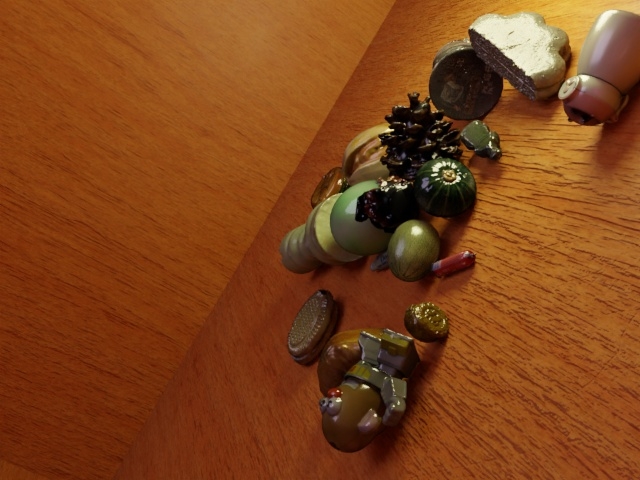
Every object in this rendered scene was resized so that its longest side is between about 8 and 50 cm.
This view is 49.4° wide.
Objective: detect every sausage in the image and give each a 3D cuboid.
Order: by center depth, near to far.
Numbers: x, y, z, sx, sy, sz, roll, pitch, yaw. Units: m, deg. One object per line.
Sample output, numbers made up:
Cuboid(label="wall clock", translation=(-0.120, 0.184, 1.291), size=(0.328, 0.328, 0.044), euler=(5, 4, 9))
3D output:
Cuboid(label="sausage", translation=(0.335, 0.053, 1.715), size=(0.145, 0.050, 0.048), euler=(-31, 60, 54))

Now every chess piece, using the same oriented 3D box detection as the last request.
Cuboid(label="chess piece", translation=(0.000, 0.000, 2.440), size=(0.442, 0.234, 0.234), euler=(-28, 36, 64))

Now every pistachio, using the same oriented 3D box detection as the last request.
Cuboid(label="pistachio", translation=(0.194, -0.257, 2.328), size=(0.309, 0.230, 0.230), euler=(-38, 27, 40))

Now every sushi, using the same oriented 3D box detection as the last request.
Cuboid(label="sushi", translation=(0.200, -0.100, 1.915), size=(0.150, 0.172, 0.153), euler=(176, 100, -79))

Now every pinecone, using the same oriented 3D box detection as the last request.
Cuboid(label="pinecone", translation=(0.278, -0.287, 2.022), size=(0.243, 0.257, 0.243), euler=(-32, -2, -1))

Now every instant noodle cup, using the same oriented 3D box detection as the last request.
Cuboid(label="instant noodle cup", translation=(0.426, -0.493, 2.082), size=(0.217, 0.217, 0.207), euler=(-51, 14, 25))

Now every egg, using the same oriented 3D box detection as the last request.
Cuboid(label="egg", translation=(0.151, -0.070, 2.108), size=(0.269, 0.220, 0.220), euler=(-34, 30, 42))

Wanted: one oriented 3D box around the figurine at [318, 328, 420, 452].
Cuboid(label="figurine", translation=(0.107, 0.360, 1.626), size=(0.285, 0.167, 0.342), euler=(-59, -4, -21))

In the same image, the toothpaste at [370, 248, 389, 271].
Cuboid(label="toothpaste", translation=(0.222, 0.037, 2.043), size=(0.255, 0.037, 0.067), euler=(-35, 61, 51))

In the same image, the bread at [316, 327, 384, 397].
Cuboid(label="bread", translation=(0.067, 0.322, 1.861), size=(0.260, 0.134, 0.129), euler=(-51, 19, 24))

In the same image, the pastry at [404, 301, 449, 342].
Cuboid(label="pastry", translation=(0.248, 0.193, 1.636), size=(0.097, 0.109, 0.057), euler=(-33, -18, -48))

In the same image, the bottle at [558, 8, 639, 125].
Cuboid(label="bottle", translation=(0.600, -0.349, 1.470), size=(0.236, 0.147, 0.147), euler=(-61, 18, 5))

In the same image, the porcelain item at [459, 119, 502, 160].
Cuboid(label="porcelain item", translation=(0.445, -0.261, 1.868), size=(0.081, 0.069, 0.216), euler=(-39, 21, 10))

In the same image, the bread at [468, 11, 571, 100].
Cuboid(label="bread", translation=(0.537, -0.505, 1.820), size=(0.183, 0.102, 0.337), euler=(-34, 50, 1))

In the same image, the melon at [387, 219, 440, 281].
Cuboid(label="melon", translation=(0.248, 0.022, 1.840), size=(0.139, 0.139, 0.192), euler=(-30, 29, 57))

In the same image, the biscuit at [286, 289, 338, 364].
Cuboid(label="biscuit", translation=(-0.027, 0.280, 2.267), size=(0.259, 0.079, 0.259), euler=(-51, 19, 25))

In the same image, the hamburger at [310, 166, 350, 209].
Cuboid(label="hamburger", translation=(0.066, -0.171, 2.633), size=(0.243, 0.138, 0.262), euler=(-48, 21, 26))

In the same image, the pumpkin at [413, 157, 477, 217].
Cuboid(label="pumpkin", translation=(0.328, -0.137, 1.839), size=(0.125, 0.167, 0.167), euler=(102, -179, -47))
